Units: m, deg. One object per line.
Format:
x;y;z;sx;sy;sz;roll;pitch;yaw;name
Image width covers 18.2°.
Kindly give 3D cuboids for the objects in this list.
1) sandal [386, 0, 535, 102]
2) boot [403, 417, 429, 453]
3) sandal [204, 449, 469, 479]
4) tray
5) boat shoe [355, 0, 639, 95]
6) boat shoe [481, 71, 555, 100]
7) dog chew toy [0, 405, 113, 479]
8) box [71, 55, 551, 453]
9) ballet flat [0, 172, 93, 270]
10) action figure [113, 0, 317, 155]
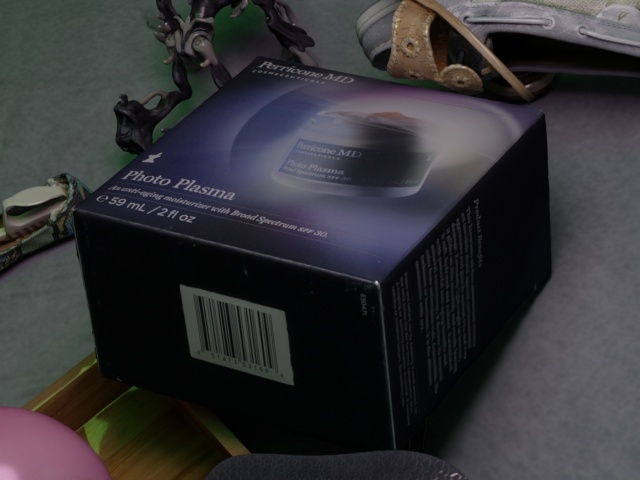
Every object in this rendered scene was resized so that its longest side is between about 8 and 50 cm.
0.082;-0.177;1.727;0.079;0.088;0.240;-43;68;7;sandal
0.117;0.230;1.582;0.178;0.085;0.236;1;54;16;boot
0.023;0.210;1.545;0.254;0.054;0.097;5;51;35;sandal
-0.259;0.270;1.691;0.411;0.076;0.203;-37;50;-12;tray
0.189;-0.182;1.796;0.320;0.118;0.103;-3;72;10;boat shoe
0.155;-0.246;1.928;0.095;0.095;0.257;-23;49;2;boat shoe
-0.312;0.211;1.589;0.332;0.206;0.206;18;61;40;dog chew toy
0.000;0.000;1.679;0.296;0.183;0.294;13;36;28;box
-0.309;-0.012;1.935;0.188;0.070;0.070;-29;49;-3;ballet flat
-0.099;-0.197;1.959;0.164;0.141;0.276;16;76;32;action figure
